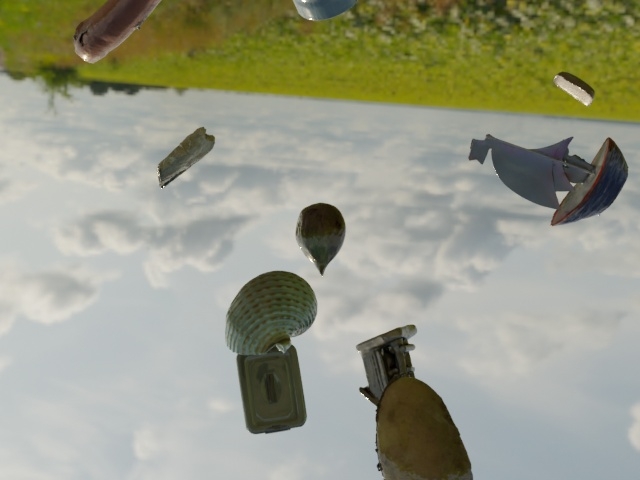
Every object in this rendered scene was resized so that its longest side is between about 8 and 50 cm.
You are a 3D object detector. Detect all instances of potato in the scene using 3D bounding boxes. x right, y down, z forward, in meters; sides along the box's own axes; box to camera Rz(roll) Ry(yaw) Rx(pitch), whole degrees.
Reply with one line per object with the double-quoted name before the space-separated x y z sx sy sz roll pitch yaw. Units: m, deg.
"potato" 0.165 0.342 1.506 0.120 0.261 0.100 -12 176 -42

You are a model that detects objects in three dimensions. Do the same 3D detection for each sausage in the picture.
"sausage" -0.397 -0.518 2.046 0.419 0.094 0.094 -34 156 32

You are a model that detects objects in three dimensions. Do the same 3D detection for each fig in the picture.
"fig" 0.000 0.000 1.932 0.103 0.154 0.109 0 169 1

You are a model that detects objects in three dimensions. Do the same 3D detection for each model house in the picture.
"model house" 0.150 0.279 2.048 0.123 0.188 0.229 -8 174 13

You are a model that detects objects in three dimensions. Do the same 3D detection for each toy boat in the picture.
"toy boat" 0.460 -0.119 1.945 0.319 0.219 0.072 0 -143 5

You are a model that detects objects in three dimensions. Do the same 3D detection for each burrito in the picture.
"burrito" -0.243 -0.142 1.669 0.149 0.041 0.055 -37 153 22

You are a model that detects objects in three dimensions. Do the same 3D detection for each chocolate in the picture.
"chocolate" 0.572 -0.345 2.143 0.101 0.031 0.064 37 169 14

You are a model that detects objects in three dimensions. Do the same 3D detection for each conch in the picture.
"conch" -0.075 0.099 1.361 0.135 0.102 0.153 -15 -173 16

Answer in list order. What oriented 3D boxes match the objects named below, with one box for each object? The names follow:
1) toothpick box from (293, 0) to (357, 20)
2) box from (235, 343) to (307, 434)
"toothpick box" -0.013 -0.382 1.269 0.101 0.101 0.153 9 147 31
"box" -0.098 0.293 1.897 0.124 0.172 0.093 -7 171 -6
